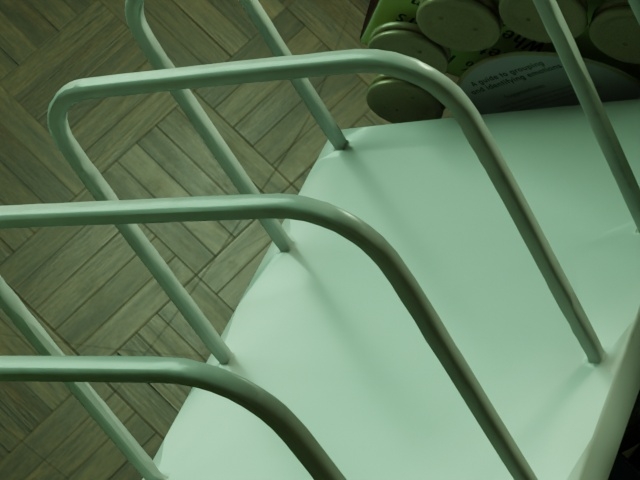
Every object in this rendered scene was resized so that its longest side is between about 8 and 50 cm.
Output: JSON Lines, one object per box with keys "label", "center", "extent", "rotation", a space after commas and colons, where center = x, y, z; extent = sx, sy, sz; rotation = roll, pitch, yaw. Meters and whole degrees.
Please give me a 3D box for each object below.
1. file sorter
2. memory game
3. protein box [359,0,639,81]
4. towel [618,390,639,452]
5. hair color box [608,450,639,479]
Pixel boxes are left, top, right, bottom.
{"label": "file sorter", "center": [0.000, 0.000, 0.604], "extent": [0.193, 0.173, 0.278], "rotation": [-3, 45, 36]}
{"label": "memory game", "center": [0.108, -0.058, 0.740], "extent": [0.186, 0.186, 0.012], "rotation": [124, 165, -63]}
{"label": "protein box", "center": [0.147, -0.153, 0.701], "extent": [0.201, 0.199, 0.136], "rotation": [118, 169, -64]}
{"label": "towel", "center": [0.256, -0.052, 0.706], "extent": [0.312, 0.056, 0.324], "rotation": [-40, -10, -32]}
{"label": "hair color box", "center": [0.015, 0.162, 0.812], "extent": [0.174, 0.105, 0.347], "rotation": [-45, -4, -17]}
